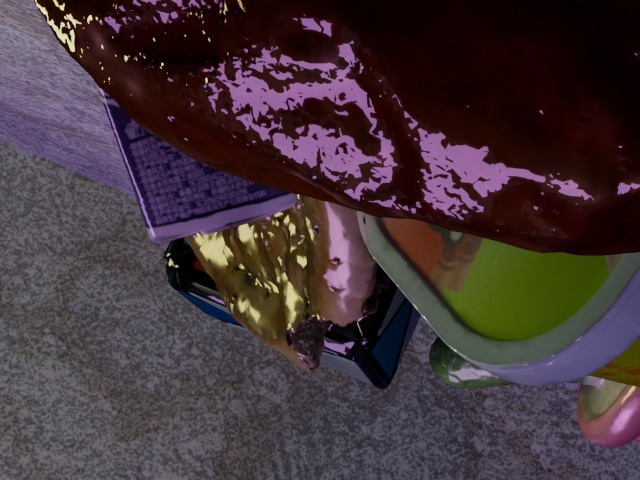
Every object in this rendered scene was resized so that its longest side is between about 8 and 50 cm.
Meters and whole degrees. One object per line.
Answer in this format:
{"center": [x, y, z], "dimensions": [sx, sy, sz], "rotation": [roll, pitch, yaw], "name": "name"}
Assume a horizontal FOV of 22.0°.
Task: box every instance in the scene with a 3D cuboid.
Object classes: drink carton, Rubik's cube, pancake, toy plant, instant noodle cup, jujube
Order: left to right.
{"center": [-0.091, -0.129, 1.010], "dimensions": [0.102, 0.134, 0.222], "rotation": [-13, 131, 1], "name": "drink carton"}
{"center": [-0.053, -0.080, 1.264], "dimensions": [0.071, 0.382, 0.382], "rotation": [-16, -170, -24], "name": "pancake"}
{"center": [0.000, 0.000, 1.836], "dimensions": [0.246, 0.248, 0.250], "rotation": [23, 171, 13], "name": "Rubik's cube"}
{"center": [0.042, -0.141, 0.679], "dimensions": [0.377, 0.276, 0.276], "rotation": [19, 171, 33], "name": "jujube"}
{"center": [0.332, 0.100, 1.779], "dimensions": [0.356, 0.211, 0.317], "rotation": [28, 138, -4], "name": "toy plant"}
{"center": [0.228, -0.030, 0.953], "dimensions": [0.308, 0.294, 0.294], "rotation": [20, 176, -35], "name": "instant noodle cup"}
